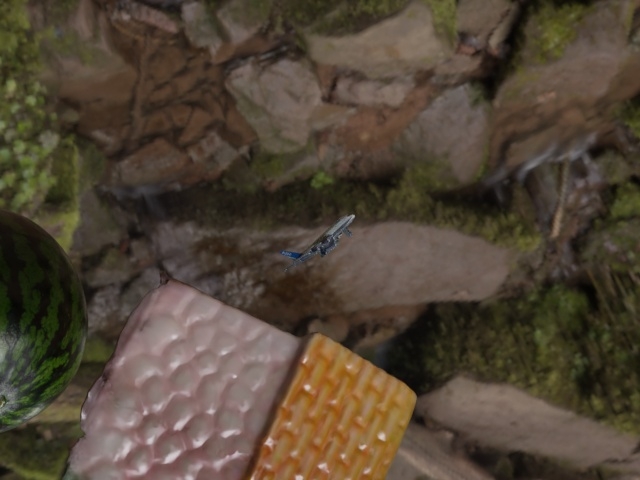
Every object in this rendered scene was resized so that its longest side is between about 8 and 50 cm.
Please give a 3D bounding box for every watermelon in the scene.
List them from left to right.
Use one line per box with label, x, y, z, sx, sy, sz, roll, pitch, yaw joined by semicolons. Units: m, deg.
watermelon;-0.424;0.098;1.141;0.285;0.285;0.285;-18;158;-8

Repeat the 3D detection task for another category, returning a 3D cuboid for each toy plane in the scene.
toy plane;0.001;0.003;0.855;0.084;0.024;0.078;-29;180;27

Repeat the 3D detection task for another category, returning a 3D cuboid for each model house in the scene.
model house;-0.072;0.181;0.802;0.237;0.202;0.237;24;158;0
